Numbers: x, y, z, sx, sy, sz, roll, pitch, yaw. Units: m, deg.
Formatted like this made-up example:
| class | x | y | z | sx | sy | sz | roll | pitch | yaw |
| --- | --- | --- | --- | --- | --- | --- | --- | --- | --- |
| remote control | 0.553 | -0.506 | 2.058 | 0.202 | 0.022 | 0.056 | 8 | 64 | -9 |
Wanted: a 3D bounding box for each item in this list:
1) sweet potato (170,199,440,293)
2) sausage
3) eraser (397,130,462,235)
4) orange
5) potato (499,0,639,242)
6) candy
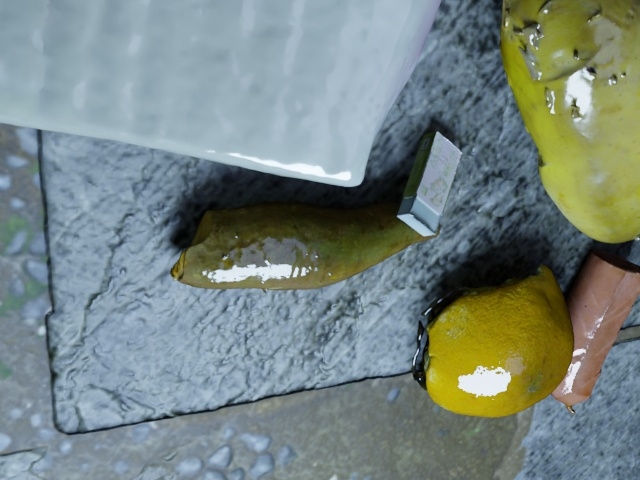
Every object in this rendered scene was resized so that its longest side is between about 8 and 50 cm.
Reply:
| class | x | y | z | sx | sy | sz | roll | pitch | yaw |
| --- | --- | --- | --- | --- | --- | --- | --- | --- | --- |
| sweet potato | 0.000 | 0.000 | 0.701 | 0.244 | 0.077 | 0.077 | -6 | 116 | -20 |
| sausage | 0.273 | 0.096 | 0.882 | 0.065 | 0.065 | 0.169 | 12 | 108 | -29 |
| eraser | 0.093 | -0.048 | 0.728 | 0.038 | 0.019 | 0.083 | 36 | 64 | -33 |
| orange | 0.173 | 0.106 | 0.817 | 0.160 | 0.112 | 0.170 | 31 | 110 | -33 |
| potato | 0.246 | -0.126 | 0.712 | 0.173 | 0.140 | 0.300 | -32 | 124 | 1 |
| candy | -0.111 | -0.162 | 0.475 | 0.359 | 0.145 | 0.208 | 11 | 109 | -8 |
